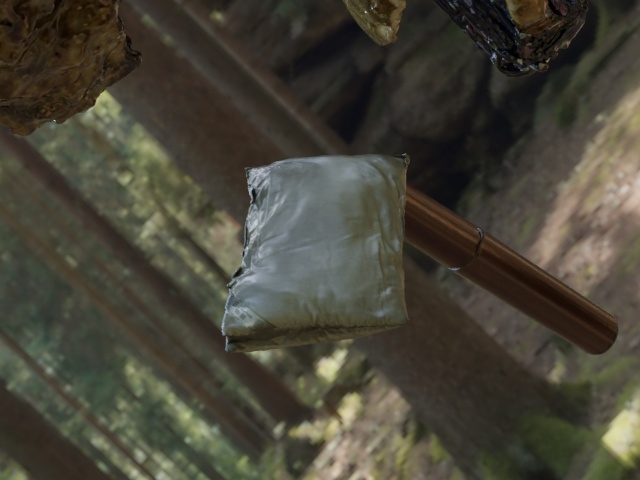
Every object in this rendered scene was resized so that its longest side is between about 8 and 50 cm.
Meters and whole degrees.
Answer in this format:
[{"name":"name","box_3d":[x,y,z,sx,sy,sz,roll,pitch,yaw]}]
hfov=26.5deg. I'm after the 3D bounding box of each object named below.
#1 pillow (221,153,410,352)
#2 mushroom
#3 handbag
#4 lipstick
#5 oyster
[{"name":"pillow","box_3d":[0.000,0.000,1.120,0.230,0.148,0.050,-85,-6,-49]},{"name":"mushroom","box_3d":[0.141,-0.370,1.684,0.301,0.208,0.233,-17,-42,-33]},{"name":"handbag","box_3d":[0.241,-0.346,1.859,0.162,0.260,0.113,-43,-1,-18]},{"name":"lipstick","box_3d":[0.189,0.030,1.465,0.057,0.356,0.057,-39,34,34]},{"name":"oyster","box_3d":[-0.229,-0.197,1.103,0.204,0.111,0.396,-59,-12,-20]}]
